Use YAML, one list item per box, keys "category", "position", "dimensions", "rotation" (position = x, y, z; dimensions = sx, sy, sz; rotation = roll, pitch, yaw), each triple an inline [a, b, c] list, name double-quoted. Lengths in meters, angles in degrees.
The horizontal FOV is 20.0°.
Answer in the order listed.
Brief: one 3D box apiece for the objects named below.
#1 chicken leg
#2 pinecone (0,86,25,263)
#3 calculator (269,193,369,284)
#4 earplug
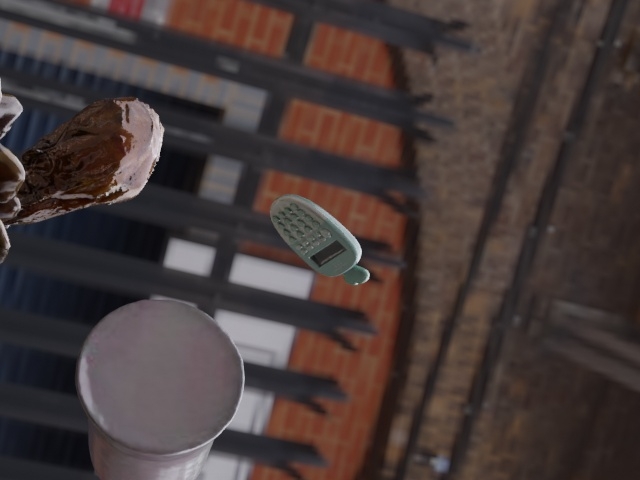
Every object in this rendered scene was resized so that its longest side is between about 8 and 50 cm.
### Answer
- category: "chicken leg"
  position: [-0.295, -0.047, 1.887]
  dimensions: [0.093, 0.304, 0.113]
  rotation: [48, -14, 49]
- category: "pinecone"
  position: [-0.459, -0.025, 1.593]
  dimensions: [0.398, 0.398, 0.397]
  rotation: [-166, -90, -70]
- category: "calculator"
  position: [0.000, 0.000, 2.263]
  dimensions: [0.095, 0.153, 0.021]
  rotation: [-34, -162, 52]
- category: "earplug"
  position: [-0.187, 0.205, 1.969]
  dimensions: [0.301, 0.172, 0.172]
  rotation: [109, -15, -60]
